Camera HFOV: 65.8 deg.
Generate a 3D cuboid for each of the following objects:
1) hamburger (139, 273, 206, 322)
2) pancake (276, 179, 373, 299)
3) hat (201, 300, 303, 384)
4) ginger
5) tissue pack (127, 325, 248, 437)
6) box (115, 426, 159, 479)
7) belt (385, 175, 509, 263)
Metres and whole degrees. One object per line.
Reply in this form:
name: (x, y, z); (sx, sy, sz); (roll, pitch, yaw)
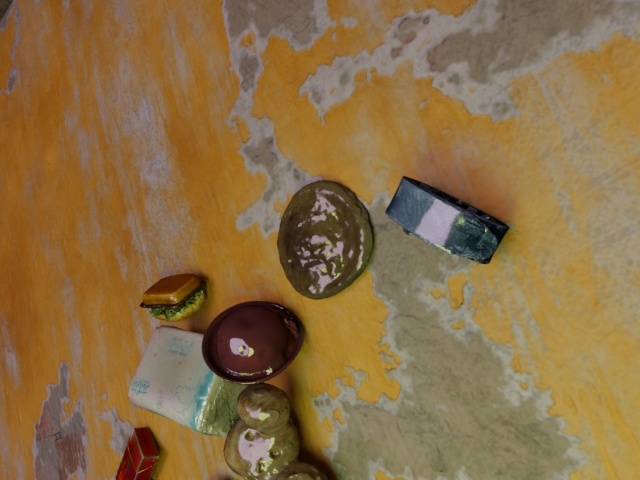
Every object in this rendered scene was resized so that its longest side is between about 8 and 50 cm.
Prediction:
hamburger: (-0.358, 0.147, 1.205); (0.166, 0.137, 0.087); (-3, 117, 40)
pancake: (0.000, 0.000, 0.980); (0.242, 0.050, 0.241); (-1, 88, 38)
hat: (-0.137, 0.189, 0.987); (0.205, 0.206, 0.089); (37, 147, 33)
ginger: (-0.098, 0.433, 0.961); (0.245, 0.155, 0.303); (-40, 70, 47)
tissue pack: (-0.289, 0.307, 1.116); (0.271, 0.124, 0.201); (2, 62, 39)
box: (-0.488, 0.601, 1.312); (0.112, 0.048, 0.175); (39, 111, 49)
belt: (0.194, -0.029, 0.772); (0.190, 0.142, 0.082); (34, 109, 31)
